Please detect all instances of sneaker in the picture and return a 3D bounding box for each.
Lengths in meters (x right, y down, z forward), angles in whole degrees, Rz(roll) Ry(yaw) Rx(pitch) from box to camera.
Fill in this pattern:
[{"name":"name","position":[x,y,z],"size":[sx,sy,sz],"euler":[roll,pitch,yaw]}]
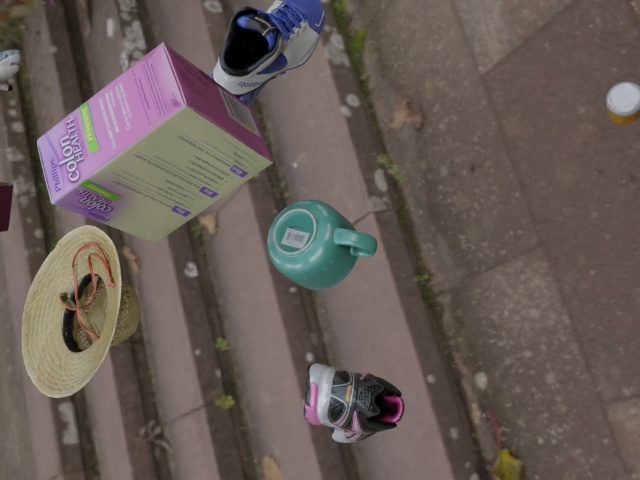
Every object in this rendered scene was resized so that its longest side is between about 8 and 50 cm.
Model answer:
[{"name":"sneaker","position":[0.047,0.164,0.699],"size":[0.077,0.178,0.072],"euler":[4,77,22]},{"name":"sneaker","position":[-0.094,-0.397,1.421],"size":[0.127,0.315,0.182],"euler":[41,159,-1]}]

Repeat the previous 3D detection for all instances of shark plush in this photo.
[{"name":"shark plush","position":[-0.581,-0.291,1.209],"size":[0.073,0.161,0.067],"euler":[-29,-55,-79]}]

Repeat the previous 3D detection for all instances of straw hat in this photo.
[{"name":"straw hat","position":[-0.190,0.064,0.621],"size":[0.144,0.061,0.145],"euler":[-10,73,36]}]

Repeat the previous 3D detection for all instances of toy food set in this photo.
[{"name":"toy food set","position":[0.419,-0.158,0.741],"size":[0.232,0.104,0.111],"euler":[-10,75,19]}]

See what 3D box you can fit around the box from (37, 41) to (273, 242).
[{"name":"box","position":[-0.234,-0.128,1.045],"size":[0.242,0.213,0.117],"euler":[-33,63,17]}]

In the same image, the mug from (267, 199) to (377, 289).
[{"name":"mug","position":[-0.006,-0.005,1.118],"size":[0.157,0.097,0.130],"euler":[-33,58,14]}]

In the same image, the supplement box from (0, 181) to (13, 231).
[{"name":"supplement box","position":[-0.602,-0.066,1.147],"size":[0.188,0.104,0.081],"euler":[12,99,13]}]
